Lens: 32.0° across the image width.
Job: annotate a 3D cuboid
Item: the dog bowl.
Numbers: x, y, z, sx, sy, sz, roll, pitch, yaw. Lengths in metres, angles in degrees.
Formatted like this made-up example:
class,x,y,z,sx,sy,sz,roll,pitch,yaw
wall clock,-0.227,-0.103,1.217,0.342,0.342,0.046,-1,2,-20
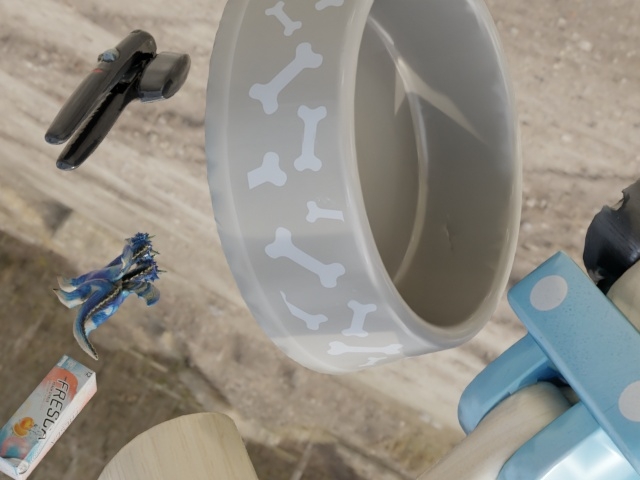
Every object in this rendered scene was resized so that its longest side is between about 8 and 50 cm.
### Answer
class,x,y,z,sx,sy,sz,roll,pitch,yaw
dog bowl,0.055,-0.069,0.865,0.102,0.349,0.349,-4,150,32

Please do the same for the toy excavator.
class,x,y,z,sx,sy,sz,roll,pitch,yaw
toy excavator,0.139,0.159,0.724,0.433,0.445,0.222,42,-171,-39

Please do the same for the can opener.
class,x,y,z,sx,sy,sz,roll,pitch,yaw
can opener,-0.178,-0.124,0.939,0.073,0.186,0.059,-6,120,29

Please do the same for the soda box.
class,x,y,z,sx,sy,sz,roll,pitch,yaw
soda box,-0.403,0.258,1.626,0.058,0.183,0.063,28,147,12

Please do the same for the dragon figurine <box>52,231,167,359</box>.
class,x,y,z,sx,sy,sz,roll,pitch,yaw
dragon figurine,-0.271,0.060,1.485,0.085,0.144,0.289,62,176,-14
